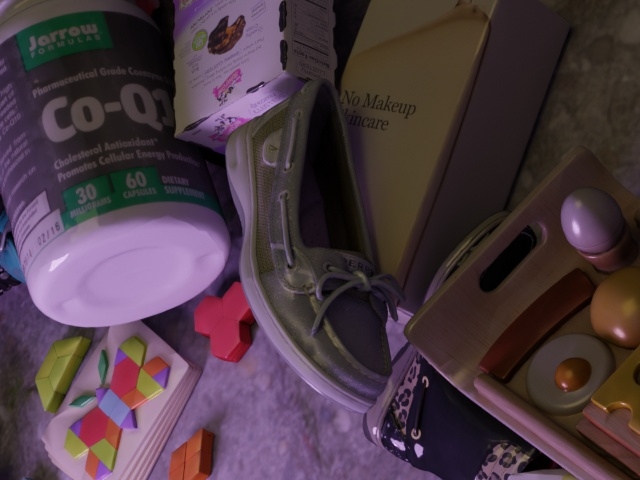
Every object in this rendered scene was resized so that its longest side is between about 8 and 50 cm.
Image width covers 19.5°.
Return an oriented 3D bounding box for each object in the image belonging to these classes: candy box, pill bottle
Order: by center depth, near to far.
[{"bbox_3d":[-0.064,-0.203,1.770,0.165,0.070,0.196,-25,58,42],"label":"candy box"},{"bbox_3d":[-0.232,-0.113,1.861,0.204,0.204,0.361,-34,60,25],"label":"pill bottle"}]

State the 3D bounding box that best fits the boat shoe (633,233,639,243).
[{"bbox_3d":[0.245,0.047,1.537,0.043,0.049,0.137,32,88,43],"label":"boat shoe"}]

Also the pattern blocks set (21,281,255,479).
[{"bbox_3d":[-0.201,0.170,1.890,0.285,0.026,0.325,15,81,45],"label":"pattern blocks set"}]

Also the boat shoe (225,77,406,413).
[{"bbox_3d":[0.002,0.000,1.572,0.103,0.118,0.320,-40,42,27],"label":"boat shoe"}]

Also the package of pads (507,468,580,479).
[{"bbox_3d":[0.257,0.285,1.372,0.296,0.101,0.229,-3,69,40],"label":"package of pads"}]

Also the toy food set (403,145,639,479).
[{"bbox_3d":[0.227,0.062,1.414,0.220,0.092,0.306,-46,39,-7],"label":"toy food set"}]

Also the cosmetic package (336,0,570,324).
[{"bbox_3d":[0.090,-0.083,1.690,0.160,0.113,0.309,12,80,44],"label":"cosmetic package"}]

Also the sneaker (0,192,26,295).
[{"bbox_3d":[-0.342,0.022,2.027,0.295,0.124,0.178,-54,39,12],"label":"sneaker"}]

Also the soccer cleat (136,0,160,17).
[{"bbox_3d":[-0.224,-0.236,2.060,0.095,0.083,0.248,-22,60,15],"label":"soccer cleat"}]

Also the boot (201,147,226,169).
[{"bbox_3d":[-0.015,-0.149,1.823,0.207,0.094,0.246,36,102,48],"label":"boot"}]

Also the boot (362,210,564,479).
[{"bbox_3d":[0.154,0.111,1.563,0.178,0.085,0.236,37,100,42],"label":"boot"}]
